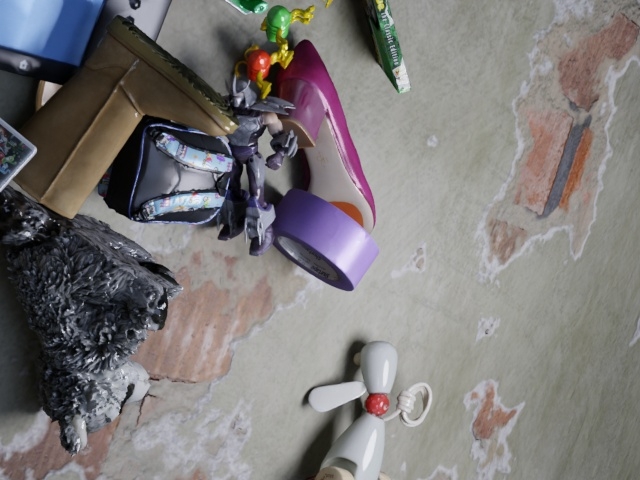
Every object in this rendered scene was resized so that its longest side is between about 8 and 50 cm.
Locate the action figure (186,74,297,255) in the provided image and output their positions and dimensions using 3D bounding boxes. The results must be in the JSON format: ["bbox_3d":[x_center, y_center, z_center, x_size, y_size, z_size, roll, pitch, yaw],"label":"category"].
[{"bbox_3d":[-0.120,-0.126,1.872,0.099,0.185,0.285,-42,138,-50],"label":"action figure"}]

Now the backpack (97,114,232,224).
[{"bbox_3d":[-0.223,-0.103,1.769,0.173,0.117,0.158,4,102,-43],"label":"backpack"}]

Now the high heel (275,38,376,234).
[{"bbox_3d":[0.026,-0.165,2.040,0.377,0.127,0.181,62,35,-52],"label":"high heel"}]

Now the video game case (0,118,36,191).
[{"bbox_3d":[-0.499,-0.116,1.547,0.190,0.022,0.173,40,74,-4],"label":"video game case"}]

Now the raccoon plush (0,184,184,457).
[{"bbox_3d":[-0.420,0.099,1.719,0.446,0.216,0.299,33,97,-14],"label":"raccoon plush"}]

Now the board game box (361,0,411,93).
[{"bbox_3d":[0.095,-0.387,1.999,0.030,0.136,0.259,-21,123,-4],"label":"board game box"}]

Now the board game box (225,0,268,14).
[{"bbox_3d":[-0.119,-0.578,1.737,0.390,0.050,0.390,29,95,-45],"label":"board game box"}]

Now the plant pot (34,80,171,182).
[{"bbox_3d":[-0.319,-0.202,1.750,0.236,0.032,0.236,-17,116,-39],"label":"plant pot"}]

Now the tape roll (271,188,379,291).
[{"bbox_3d":[0.000,0.000,2.007,0.080,0.189,0.189,-56,133,-14],"label":"tape roll"}]

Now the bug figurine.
[{"bbox_3d":[-0.038,-0.363,1.859,0.072,0.216,0.279,34,76,-1],"label":"bug figurine"}]

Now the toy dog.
[{"bbox_3d":[0.056,0.363,2.249,0.220,0.161,0.333,49,56,-38],"label":"toy dog"}]

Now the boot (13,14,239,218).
[{"bbox_3d":[-0.275,-0.139,1.637,0.269,0.236,0.089,-50,176,12],"label":"boot"}]

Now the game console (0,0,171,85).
[{"bbox_3d":[-0.347,-0.378,1.567,0.387,0.060,0.342,10,104,-46],"label":"game console"}]
